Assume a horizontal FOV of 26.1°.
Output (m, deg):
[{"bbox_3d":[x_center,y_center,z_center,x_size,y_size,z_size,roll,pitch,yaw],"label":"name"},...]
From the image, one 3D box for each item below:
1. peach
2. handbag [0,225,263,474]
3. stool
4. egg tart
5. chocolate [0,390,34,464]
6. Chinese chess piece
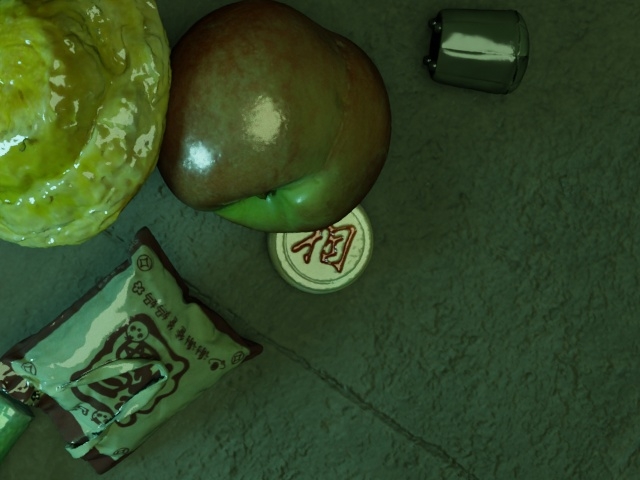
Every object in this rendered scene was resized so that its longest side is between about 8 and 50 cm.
[{"bbox_3d":[-0.054,-0.132,1.441,0.252,0.252,0.252,-1,97,-10],"label":"peach"},{"bbox_3d":[-0.213,0.124,1.500,0.235,0.127,0.213,-38,126,2],"label":"handbag"},{"bbox_3d":[0.174,-0.214,1.542,0.110,0.096,0.096,5,96,-5],"label":"stool"},{"bbox_3d":[-0.291,-0.148,1.378,0.319,0.128,0.319,-2,86,30],"label":"egg tart"},{"bbox_3d":[-0.425,0.287,1.498,0.110,0.110,0.291,41,86,-12],"label":"chocolate"},{"bbox_3d":[0.000,0.000,1.558,0.122,0.051,0.122,-1,98,-9],"label":"Chinese chess piece"}]
